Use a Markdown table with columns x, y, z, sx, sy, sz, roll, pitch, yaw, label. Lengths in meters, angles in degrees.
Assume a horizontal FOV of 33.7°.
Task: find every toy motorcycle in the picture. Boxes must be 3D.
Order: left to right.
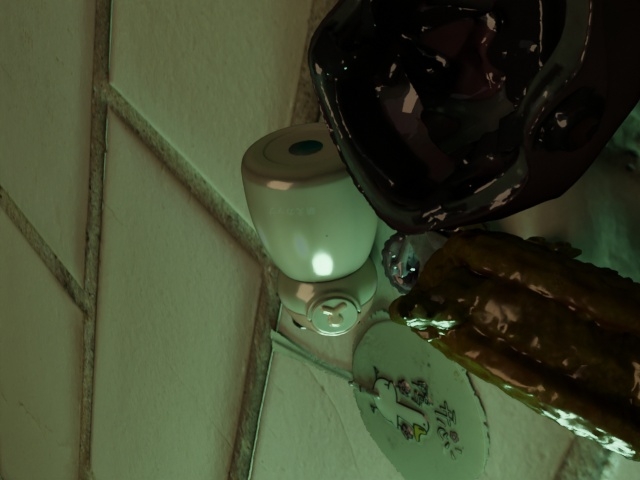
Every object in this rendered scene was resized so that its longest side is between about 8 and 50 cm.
| x | y | z | sx | sy | sz | roll | pitch | yaw | label |
| --- | --- | --- | --- | --- | --- | --- | --- | --- | --- |
| 0.148 | 0.011 | 1.020 | 0.229 | 0.094 | 0.130 | 14 | 113 | 41 | toy motorcycle |

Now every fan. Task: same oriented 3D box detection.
| x | y | z | sx | sy | sz | roll | pitch | yaw | label |
| --- | --- | --- | --- | --- | --- | --- | --- | --- | --- |
| 0.055 | 0.183 | 1.305 | 0.415 | 0.012 | 0.233 | 14 | 117 | 51 | fan |

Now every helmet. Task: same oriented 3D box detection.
| x | y | z | sx | sy | sz | roll | pitch | yaw | label |
| --- | --- | --- | --- | --- | --- | --- | --- | --- | --- |
| 0.148 | -0.159 | 0.838 | 0.271 | 0.197 | 0.338 | 59 | 138 | 31 | helmet |

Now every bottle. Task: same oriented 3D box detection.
| x | y | z | sx | sy | sz | roll | pitch | yaw | label |
| --- | --- | --- | --- | --- | --- | --- | --- | --- | --- |
| 0.000 | 0.000 | 1.186 | 0.147 | 0.147 | 0.236 | 27 | 134 | 47 | bottle |

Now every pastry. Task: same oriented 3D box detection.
| x | y | z | sx | sy | sz | roll | pitch | yaw | label |
| --- | --- | --- | --- | --- | --- | --- | --- | --- | --- |
| 0.188 | 0.065 | 0.835 | 0.235 | 0.240 | 0.132 | 30 | 91 | 11 | pastry |
